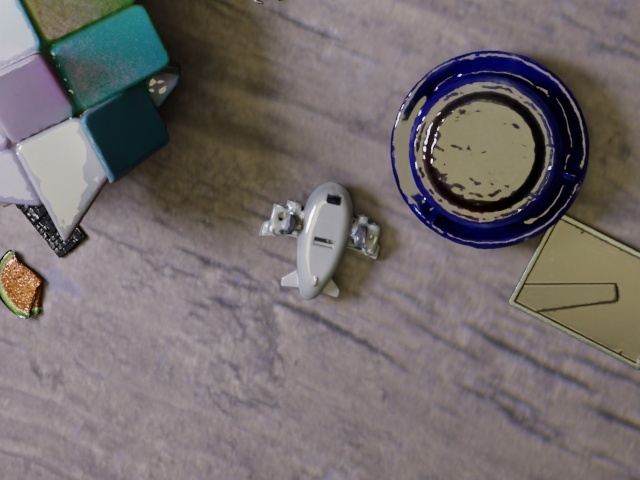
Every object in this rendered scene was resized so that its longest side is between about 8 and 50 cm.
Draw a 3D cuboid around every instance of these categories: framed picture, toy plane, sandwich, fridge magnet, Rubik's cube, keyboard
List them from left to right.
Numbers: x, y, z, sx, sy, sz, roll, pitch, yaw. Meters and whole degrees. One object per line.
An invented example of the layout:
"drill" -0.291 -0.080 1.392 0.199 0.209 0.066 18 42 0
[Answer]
"sandwich" -0.455 0.070 1.854 0.069 0.026 0.101 -43 92 11
"keyboard" -0.430 -0.063 1.830 0.060 0.018 0.195 -40 89 18
"Rubik's cube" -0.369 -0.213 1.610 0.368 0.358 0.387 7 104 -9
"toy plane" 0.000 0.000 1.718 0.174 0.080 0.174 -1 104 -6
"fridge magnet" 0.223 -0.119 1.632 0.265 0.112 0.265 2 98 13
"framed picture" 0.381 0.068 1.682 0.203 0.015 0.150 27 104 6

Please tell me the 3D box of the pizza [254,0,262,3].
"pizza" -0.091 -0.383 1.676 0.194 0.069 0.154 -19 96 13
